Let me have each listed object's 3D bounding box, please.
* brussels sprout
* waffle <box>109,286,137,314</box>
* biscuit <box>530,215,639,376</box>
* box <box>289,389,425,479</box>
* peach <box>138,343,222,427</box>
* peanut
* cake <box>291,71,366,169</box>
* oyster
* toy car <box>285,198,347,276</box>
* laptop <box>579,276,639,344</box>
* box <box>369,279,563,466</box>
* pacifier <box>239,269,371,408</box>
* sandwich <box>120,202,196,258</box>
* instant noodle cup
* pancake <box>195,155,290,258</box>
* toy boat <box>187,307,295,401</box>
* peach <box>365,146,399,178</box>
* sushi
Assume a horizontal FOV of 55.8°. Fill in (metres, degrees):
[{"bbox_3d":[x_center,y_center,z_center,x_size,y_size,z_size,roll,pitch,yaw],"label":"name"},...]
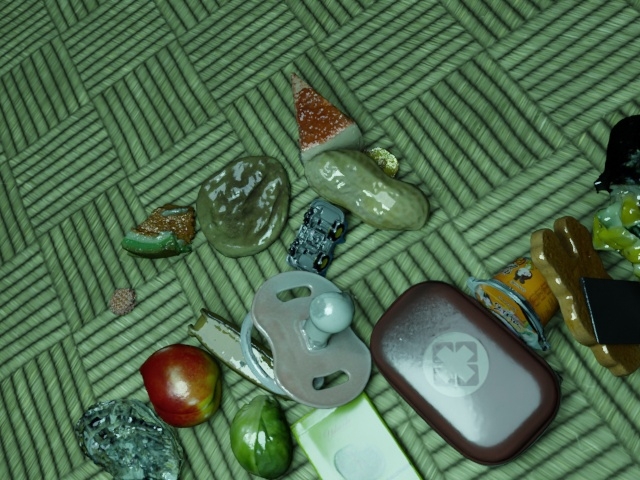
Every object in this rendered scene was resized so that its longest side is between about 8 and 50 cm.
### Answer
[{"bbox_3d":[-0.126,0.430,1.323,0.131,0.145,0.183,-25,67,15],"label":"brussels sprout"},{"bbox_3d":[-0.530,0.162,1.614,0.083,0.029,0.075,-11,66,17],"label":"waffle"},{"bbox_3d":[0.532,0.113,1.205,0.047,0.202,0.333,-33,84,50],"label":"biscuit"},{"bbox_3d":[0.096,0.488,1.289,0.187,0.047,0.335,-37,65,3],"label":"box"},{"bbox_3d":[-0.326,0.337,1.400,0.193,0.190,0.190,0,72,14],"label":"peach"},{"bbox_3d":[0.112,-0.118,1.427,0.313,0.149,0.149,31,83,6],"label":"peanut"},{"bbox_3d":[0.017,-0.313,1.537,0.160,0.158,0.261,-12,67,9],"label":"cake"},{"bbox_3d":[-0.435,0.485,1.416,0.351,0.158,0.162,18,112,36],"label":"oyster"},{"bbox_3d":[0.000,0.000,1.471,0.097,0.100,0.191,30,102,24],"label":"toy car"},{"bbox_3d":[0.589,0.141,1.195,0.016,0.197,0.135,-34,57,52],"label":"laptop"},{"bbox_3d":[0.292,0.267,1.269,0.263,0.108,0.404,-46,64,-2],"label":"box"},{"bbox_3d":[-0.013,0.199,1.316,0.273,0.220,0.332,-34,64,21],"label":"pacifier"},{"bbox_3d":[-0.431,-0.027,1.607,0.185,0.109,0.159,0,74,17],"label":"sandwich"},{"bbox_3d":[0.425,0.115,1.257,0.125,0.177,0.208,-40,82,-14],"label":"instant noodle cup"},{"bbox_3d":[-0.205,-0.093,1.590,0.295,0.049,0.294,-6,69,17],"label":"pancake"},{"bbox_3d":[-0.171,0.271,1.413,0.321,0.121,0.089,33,83,11],"label":"toy boat"},{"bbox_3d":[0.147,-0.186,1.502,0.098,0.061,0.098,3,106,12],"label":"peach"},{"bbox_3d":[0.670,-0.054,1.135,0.285,0.329,0.328,-60,24,-3],"label":"sushi"}]
